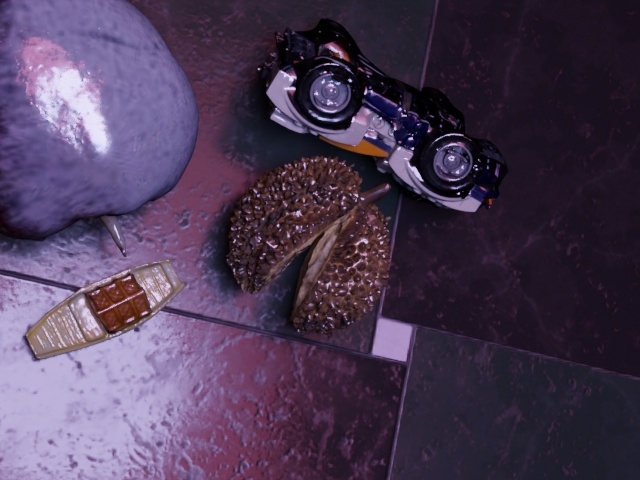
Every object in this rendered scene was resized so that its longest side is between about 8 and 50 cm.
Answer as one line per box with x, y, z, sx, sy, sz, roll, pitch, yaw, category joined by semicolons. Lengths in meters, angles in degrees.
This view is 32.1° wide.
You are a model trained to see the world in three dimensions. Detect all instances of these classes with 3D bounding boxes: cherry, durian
-0.250;-0.121;1.101;0.255;0.218;0.296;-19;113;-7;cherry
0.000;0.000;1.190;0.196;0.167;0.196;-3;117;-6;durian

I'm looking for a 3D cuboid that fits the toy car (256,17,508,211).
0.071;-0.127;1.227;0.301;0.193;0.118;31;106;-14;toy car

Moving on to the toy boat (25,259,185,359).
-0.226;0.072;1.169;0.172;0.066;0.065;-26;94;-18;toy boat
